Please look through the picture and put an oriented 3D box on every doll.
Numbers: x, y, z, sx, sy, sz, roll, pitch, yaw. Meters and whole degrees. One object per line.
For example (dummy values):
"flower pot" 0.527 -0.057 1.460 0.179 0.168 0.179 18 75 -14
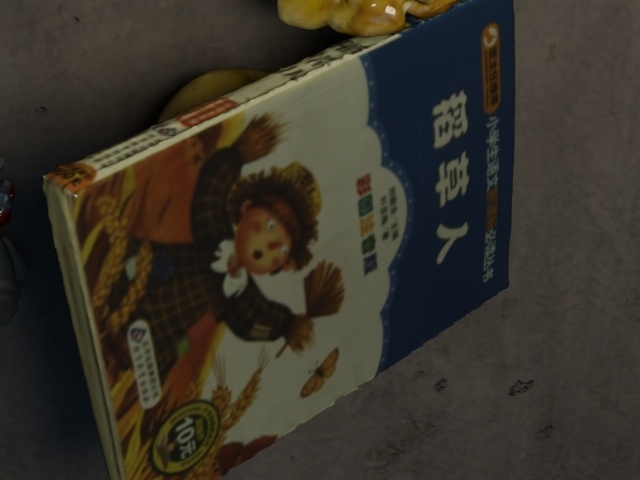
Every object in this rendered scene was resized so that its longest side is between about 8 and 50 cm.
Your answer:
"doll" -0.285 0.012 1.024 0.094 0.079 0.180 -8 111 -35

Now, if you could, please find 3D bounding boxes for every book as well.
"book" 0.000 0.000 0.961 0.428 0.039 0.300 -30 130 -32

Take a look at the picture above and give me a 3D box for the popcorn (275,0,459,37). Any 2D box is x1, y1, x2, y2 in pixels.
"popcorn" 0.035 -0.232 0.888 0.180 0.180 0.170 2 159 -12

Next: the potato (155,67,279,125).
"potato" -0.088 0.007 1.013 0.173 0.140 0.300 -22 136 -51
